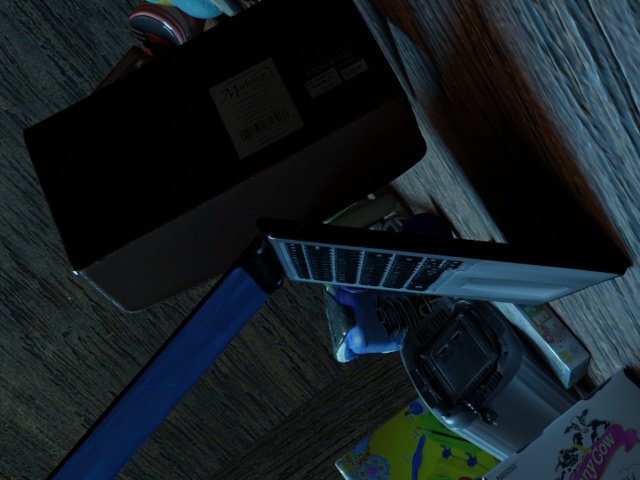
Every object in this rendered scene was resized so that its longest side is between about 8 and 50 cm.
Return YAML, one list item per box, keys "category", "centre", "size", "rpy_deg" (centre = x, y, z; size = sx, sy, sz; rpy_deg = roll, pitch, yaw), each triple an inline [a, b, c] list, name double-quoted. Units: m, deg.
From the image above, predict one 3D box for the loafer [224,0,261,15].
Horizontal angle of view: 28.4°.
- category: "loafer"
  centre: [-0.044, -0.242, 1.215]
  size: [0.220, 0.078, 0.080]
  rpy_deg: [63, -146, -24]

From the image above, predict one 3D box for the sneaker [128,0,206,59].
- category: "sneaker"
  centre: [-0.219, -0.340, 2.024]
  size: [0.115, 0.136, 0.314]
  rpy_deg: [26, 168, 1]

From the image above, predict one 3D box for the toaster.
- category: "toaster"
  centre: [0.196, 0.159, 1.400]
  size: [0.146, 0.129, 0.227]
  rpy_deg: [36, -171, -28]

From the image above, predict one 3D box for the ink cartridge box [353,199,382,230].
- category: "ink cartridge box"
  centre: [0.034, -0.087, 2.068]
  size: [0.181, 0.056, 0.225]
  rpy_deg: [53, -165, -4]

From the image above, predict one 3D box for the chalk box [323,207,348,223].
- category: "chalk box"
  centre: [-0.025, -0.112, 1.699]
  size: [0.213, 0.132, 0.132]
  rpy_deg: [52, 177, 22]

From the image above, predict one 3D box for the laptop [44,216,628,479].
- category: "laptop"
  centre: [0.002, 0.122, 1.053]
  size: [0.382, 0.407, 0.236]
  rpy_deg: [83, -166, -84]

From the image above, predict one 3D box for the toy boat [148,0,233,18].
- category: "toy boat"
  centre: [-0.203, -0.351, 1.318]
  size: [0.318, 0.148, 0.267]
  rpy_deg: [54, -172, 25]

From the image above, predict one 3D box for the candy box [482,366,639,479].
- category: "candy box"
  centre: [0.265, 0.238, 1.094]
  size: [0.196, 0.165, 0.070]
  rpy_deg: [50, 176, 29]

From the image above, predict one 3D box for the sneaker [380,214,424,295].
- category: "sneaker"
  centre: [0.115, 0.015, 1.718]
  size: [0.071, 0.068, 0.170]
  rpy_deg: [57, -179, 37]

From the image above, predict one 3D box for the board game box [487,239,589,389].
- category: "board game box"
  centre: [0.215, 0.078, 1.299]
  size: [0.154, 0.026, 0.103]
  rpy_deg: [51, 177, 19]

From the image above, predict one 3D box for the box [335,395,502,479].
- category: "box"
  centre: [0.224, 0.318, 1.541]
  size: [0.290, 0.279, 0.177]
  rpy_deg: [51, 176, 32]

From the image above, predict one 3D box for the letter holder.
- category: "letter holder"
  centre: [-0.067, -0.062, 1.121]
  size: [0.152, 0.301, 0.214]
  rpy_deg: [63, -177, 29]

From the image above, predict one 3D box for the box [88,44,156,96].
- category: "box"
  centre: [-0.209, -0.112, 2.023]
  size: [0.381, 0.191, 0.143]
  rpy_deg: [43, 179, -33]

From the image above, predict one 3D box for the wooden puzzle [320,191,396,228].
- category: "wooden puzzle"
  centre: [0.000, 0.000, 1.767]
  size: [0.044, 0.221, 0.238]
  rpy_deg: [63, 177, -3]

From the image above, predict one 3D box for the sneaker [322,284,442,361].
- category: "sneaker"
  centre: [0.107, 0.098, 1.798]
  size: [0.330, 0.147, 0.130]
  rpy_deg: [1, -102, -66]

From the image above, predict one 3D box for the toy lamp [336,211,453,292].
- category: "toy lamp"
  centre: [0.074, 0.021, 1.568]
  size: [0.080, 0.080, 0.274]
  rpy_deg: [53, 161, -7]
